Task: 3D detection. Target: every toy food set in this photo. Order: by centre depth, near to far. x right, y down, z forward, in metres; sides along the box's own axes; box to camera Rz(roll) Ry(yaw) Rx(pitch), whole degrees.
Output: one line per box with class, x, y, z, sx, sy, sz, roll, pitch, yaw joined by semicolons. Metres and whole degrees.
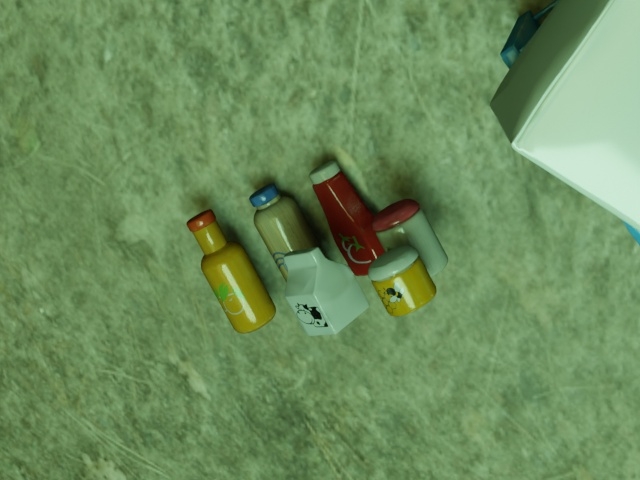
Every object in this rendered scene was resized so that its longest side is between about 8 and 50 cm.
toy food set;0.000;0.000;0.959;0.232;0.111;0.104;-9;113;56

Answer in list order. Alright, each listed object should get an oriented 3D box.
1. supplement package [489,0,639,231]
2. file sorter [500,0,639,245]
supplement package;0.266;-0.057;0.698;0.293;0.177;0.175;33;103;-4
file sorter;0.219;-0.100;0.846;0.104;0.118;0.170;-34;100;25
